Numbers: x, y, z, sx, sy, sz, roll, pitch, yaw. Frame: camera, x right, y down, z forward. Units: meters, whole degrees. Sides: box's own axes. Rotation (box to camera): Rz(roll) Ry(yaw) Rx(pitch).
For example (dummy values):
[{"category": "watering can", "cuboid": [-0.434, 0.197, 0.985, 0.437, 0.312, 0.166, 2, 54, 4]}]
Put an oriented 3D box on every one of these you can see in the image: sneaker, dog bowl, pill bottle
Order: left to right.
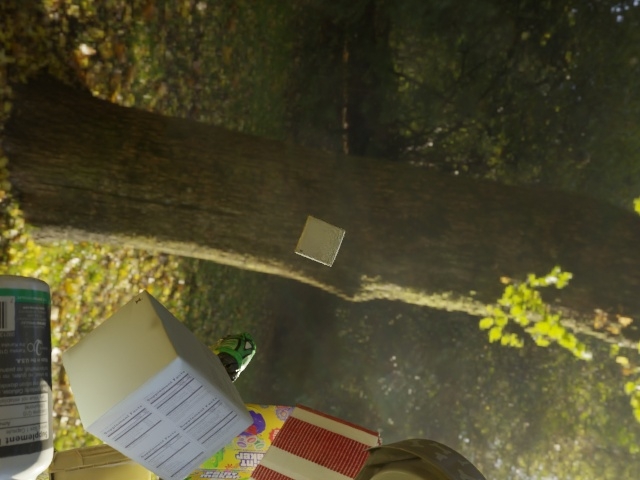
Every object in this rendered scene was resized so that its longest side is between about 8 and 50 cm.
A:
[{"category": "pill bottle", "cuboid": [-0.490, 0.238, 1.021, 0.204, 0.204, 0.361, 56, 30, -79]}, {"category": "sneaker", "cuboid": [-0.287, 0.354, 2.065, 0.146, 0.134, 0.343, -39, -172, -36]}, {"category": "dog bowl", "cuboid": [0.190, 0.525, 1.306, 0.102, 0.348, 0.349, -15, 117, -45]}]

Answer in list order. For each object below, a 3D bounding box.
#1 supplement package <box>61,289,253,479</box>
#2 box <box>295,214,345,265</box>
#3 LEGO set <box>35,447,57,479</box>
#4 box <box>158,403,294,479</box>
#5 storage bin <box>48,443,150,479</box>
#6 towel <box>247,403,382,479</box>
[{"category": "supplement package", "cuboid": [-0.297, 0.274, 1.320, 0.199, 0.198, 0.263, 48, -5, 46]}, {"category": "box", "cuboid": [0.000, 0.000, 1.808, 0.087, 0.102, 0.101, -14, 126, -87]}, {"category": "LEGO set", "cuboid": [-0.744, 0.626, 1.997, 0.244, 0.182, 0.060, 163, -58, -89]}, {"category": "box", "cuboid": [-0.231, 0.540, 1.751, 0.279, 0.289, 0.177, 117, -25, -44]}, {"category": "storage bin", "cuboid": [-0.589, 0.697, 1.924, 0.123, 0.260, 0.262, -166, -106, -65]}, {"category": "towel", "cuboid": [-0.037, 0.516, 1.514, 0.329, 0.237, 0.037, -55, 142, -32]}]
